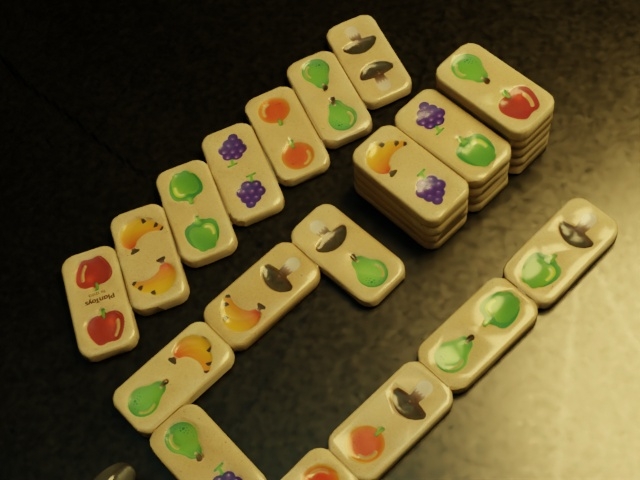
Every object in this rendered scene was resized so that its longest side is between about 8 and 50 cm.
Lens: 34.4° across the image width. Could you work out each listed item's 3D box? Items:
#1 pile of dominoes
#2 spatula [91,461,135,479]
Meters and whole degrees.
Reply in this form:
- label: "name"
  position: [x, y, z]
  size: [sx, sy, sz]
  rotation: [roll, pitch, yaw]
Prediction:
- label: "pile of dominoes"
  position: [0.000, 0.000, 0.495]
  size: [0.251, 0.040, 0.196]
  rotation: [-42, 65, -15]
- label: "spatula"
  position: [-0.170, 0.203, 0.397]
  size: [0.030, 0.084, 0.296]
  rotation: [33, 63, 21]
